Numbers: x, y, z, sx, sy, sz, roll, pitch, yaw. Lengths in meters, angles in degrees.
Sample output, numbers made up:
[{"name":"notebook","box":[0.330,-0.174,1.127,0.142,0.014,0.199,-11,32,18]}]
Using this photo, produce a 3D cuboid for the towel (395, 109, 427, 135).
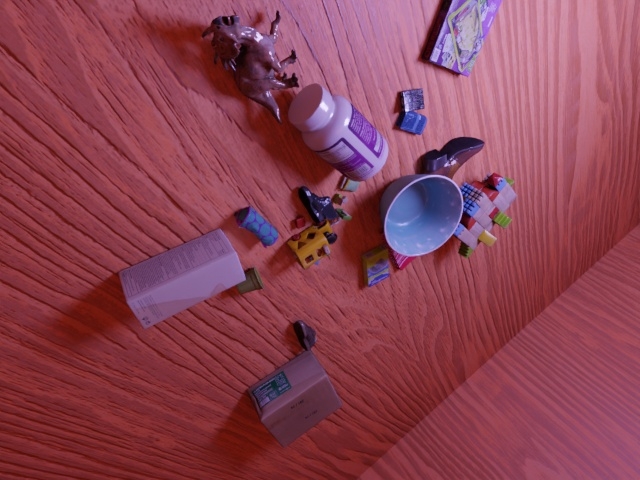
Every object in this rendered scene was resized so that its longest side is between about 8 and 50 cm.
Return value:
[{"name":"towel","box":[0.312,-0.401,1.397,0.119,0.029,0.067,5,116,-37]}]

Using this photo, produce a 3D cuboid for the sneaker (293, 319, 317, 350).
[{"name":"sneaker","box":[-0.058,0.369,1.671,0.071,0.066,0.188,-40,142,-29]}]

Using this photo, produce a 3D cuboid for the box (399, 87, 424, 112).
[{"name":"box","box":[0.299,-0.455,1.340,0.083,0.018,0.067,-18,107,-24]}]

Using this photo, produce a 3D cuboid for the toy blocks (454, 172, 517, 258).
[{"name":"toy blocks","box":[0.639,-0.135,1.689,0.260,0.191,0.381,26,103,-46]}]

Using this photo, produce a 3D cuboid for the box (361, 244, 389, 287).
[{"name":"box","box":[0.226,0.113,1.691,0.109,0.042,0.178,-25,131,-18]}]

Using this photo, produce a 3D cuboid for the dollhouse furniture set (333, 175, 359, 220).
[{"name":"dollhouse furniture set","box":[0.097,-0.149,1.404,0.076,0.058,0.152,4,118,-37]}]

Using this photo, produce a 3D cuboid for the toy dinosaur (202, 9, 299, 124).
[{"name":"toy dinosaur","box":[-0.168,-0.418,0.994,0.200,0.127,0.296,-19,142,-14]}]

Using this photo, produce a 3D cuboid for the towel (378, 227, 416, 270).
[{"name":"towel","box":[0.357,-0.010,1.705,0.199,0.031,0.275,-40,134,-6]}]

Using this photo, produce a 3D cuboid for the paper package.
[{"name":"paper package","box":[-0.103,0.675,1.770,0.324,0.168,0.310,-31,132,-12]}]

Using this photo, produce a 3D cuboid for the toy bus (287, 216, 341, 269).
[{"name":"toy bus","box":[-0.008,0.010,1.411,0.190,0.104,0.202,6,117,-38]}]

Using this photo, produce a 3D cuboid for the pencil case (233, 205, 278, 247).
[{"name":"pencil case","box":[-0.195,-0.041,1.272,0.070,0.064,0.151,-57,135,-10]}]

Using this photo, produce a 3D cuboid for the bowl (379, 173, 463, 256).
[{"name":"bowl","box":[0.340,-0.116,1.500,0.311,0.163,0.312,-9,121,-15]}]

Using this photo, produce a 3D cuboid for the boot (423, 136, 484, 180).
[{"name":"boot","box":[0.514,-0.242,1.607,0.264,0.096,0.281,-29,135,-18]}]

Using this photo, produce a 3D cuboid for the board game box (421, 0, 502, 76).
[{"name":"board game box","box":[0.460,-0.709,1.273,0.208,0.056,0.347,4,118,-32]}]

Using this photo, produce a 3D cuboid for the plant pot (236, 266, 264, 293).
[{"name":"plant pot","box":[-0.239,0.140,1.367,0.079,0.083,0.083,-24,132,-4]}]

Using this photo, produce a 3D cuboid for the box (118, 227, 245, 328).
[{"name":"box","box":[-0.391,0.102,1.182,0.311,0.148,0.121,-25,133,-17]}]

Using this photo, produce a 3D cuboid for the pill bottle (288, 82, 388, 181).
[{"name":"pill bottle","box":[0.052,-0.307,1.185,0.301,0.169,0.169,31,100,-44]}]

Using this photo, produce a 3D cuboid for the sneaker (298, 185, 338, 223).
[{"name":"sneaker","box":[-0.005,-0.125,1.356,0.089,0.051,0.170,-45,124,-26]}]
